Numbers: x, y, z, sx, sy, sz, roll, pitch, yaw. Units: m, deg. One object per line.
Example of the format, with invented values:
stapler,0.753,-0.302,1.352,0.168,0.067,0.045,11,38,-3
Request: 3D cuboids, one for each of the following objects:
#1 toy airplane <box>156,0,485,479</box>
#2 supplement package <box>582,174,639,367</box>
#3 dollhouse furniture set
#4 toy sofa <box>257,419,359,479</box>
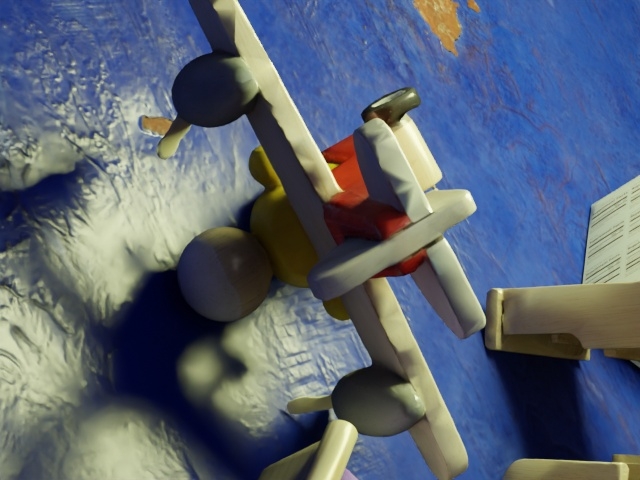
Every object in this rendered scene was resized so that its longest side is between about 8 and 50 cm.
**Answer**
toy airplane,0.000,0.000,1.400,0.384,0.272,0.386,58,8,-57
supplement package,0.437,0.045,1.922,0.194,0.149,0.203,36,43,-21
dollhouse furniture set,0.319,0.248,1.672,0.362,0.256,0.394,9,80,-42
toy sofa,0.101,0.319,1.310,0.362,0.177,0.150,44,41,-16
